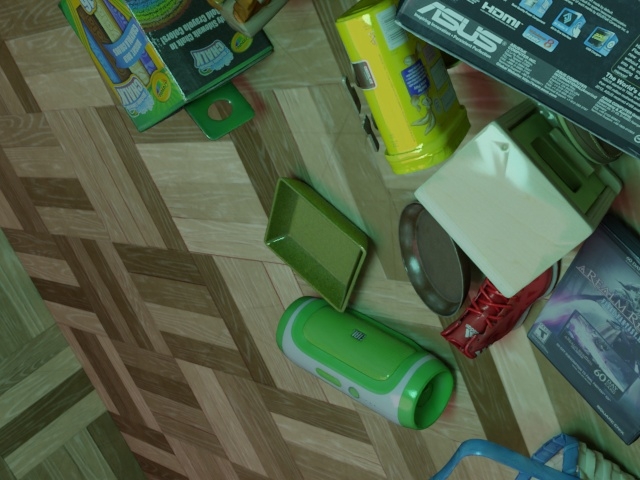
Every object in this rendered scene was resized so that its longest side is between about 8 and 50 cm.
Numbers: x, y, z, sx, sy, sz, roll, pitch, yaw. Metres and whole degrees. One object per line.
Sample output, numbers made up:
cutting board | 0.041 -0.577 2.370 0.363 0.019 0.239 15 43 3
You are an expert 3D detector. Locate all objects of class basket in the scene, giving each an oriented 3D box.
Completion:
basket | 0.297 0.385 1.379 0.289 0.201 0.254 19 146 -6

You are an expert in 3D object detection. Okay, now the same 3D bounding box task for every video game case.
video game case | 0.365 0.116 1.180 0.196 0.026 0.274 50 153 24

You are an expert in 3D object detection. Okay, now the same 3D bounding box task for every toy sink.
toy sink | 0.233 -0.063 1.077 0.153 0.234 0.131 49 120 5

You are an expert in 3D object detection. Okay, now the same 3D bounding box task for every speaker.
speaker | 0.068 0.196 1.583 0.297 0.131 0.131 25 140 36

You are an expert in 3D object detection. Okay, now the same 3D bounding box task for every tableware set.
tableware set | 0.073 -0.196 1.136 0.039 0.128 0.194 5 162 17

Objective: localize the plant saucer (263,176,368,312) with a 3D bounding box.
plant saucer | 0.000 0.000 1.552 0.188 0.045 0.188 42 147 17

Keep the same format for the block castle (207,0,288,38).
block castle | -0.084 -0.423 0.991 0.303 0.213 0.453 44 171 -4

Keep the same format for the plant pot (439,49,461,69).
plant pot | 0.139 -0.267 1.050 0.134 0.095 0.134 33 144 27

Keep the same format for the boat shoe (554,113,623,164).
boat shoe | 0.279 -0.160 1.008 0.060 0.064 0.178 -5 116 56

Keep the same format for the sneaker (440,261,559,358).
sneaker | 0.231 0.086 1.259 0.087 0.128 0.221 36 147 23

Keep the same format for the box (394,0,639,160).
box | 0.298 -0.199 0.686 0.395 0.097 0.318 27 132 -7

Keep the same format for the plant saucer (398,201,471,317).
plant saucer | 0.161 0.023 1.341 0.168 0.029 0.168 51 151 43

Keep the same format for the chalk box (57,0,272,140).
chalk box | -0.209 -0.283 1.406 0.179 0.180 0.289 -14 109 56

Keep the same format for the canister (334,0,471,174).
canister | 0.087 -0.171 1.004 0.073 0.126 0.170 -13 111 30
